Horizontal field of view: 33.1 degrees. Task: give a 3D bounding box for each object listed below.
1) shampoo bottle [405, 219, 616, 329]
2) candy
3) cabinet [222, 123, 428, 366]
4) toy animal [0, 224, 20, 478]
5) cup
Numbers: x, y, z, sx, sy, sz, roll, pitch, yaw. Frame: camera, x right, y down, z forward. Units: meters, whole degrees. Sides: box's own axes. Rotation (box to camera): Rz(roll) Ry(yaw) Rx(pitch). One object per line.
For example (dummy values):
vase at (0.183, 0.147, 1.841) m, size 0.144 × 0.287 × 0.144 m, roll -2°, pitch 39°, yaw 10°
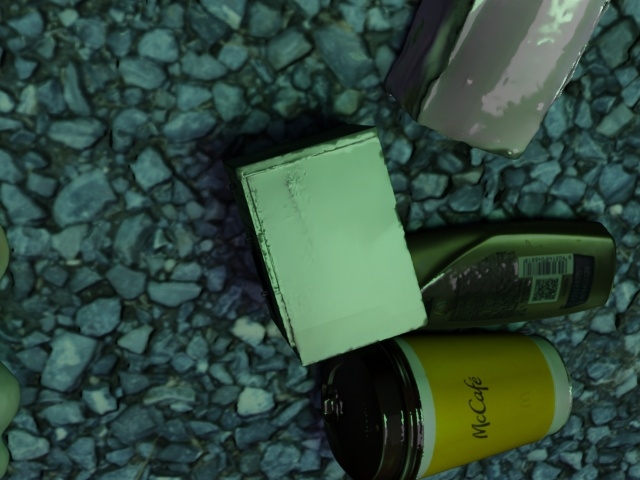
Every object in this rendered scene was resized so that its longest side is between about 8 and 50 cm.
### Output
shampoo bottle at (0.173, 0.044, 1.272) m, size 0.350 × 0.084 × 0.125 m, roll -6°, pitch 118°, yaw -14°
candy at (0.190, -0.227, 1.098) m, size 0.156 × 0.115 × 0.265 m, roll 12°, pitch 115°, yaw -24°
cabinet at (0.000, 0.000, 1.114) m, size 0.150 × 0.145 × 0.206 m, roll -17°, pitch 100°, yaw -8°
toy animal at (-0.414, 0.152, 1.092) m, size 0.196 × 0.241 × 0.367 m, roll -2°, pitch 106°, yaw -26°
cup at (0.152, 0.193, 1.302) m, size 0.280 × 0.196 × 0.196 m, roll -4°, pitch 121°, yaw -23°
